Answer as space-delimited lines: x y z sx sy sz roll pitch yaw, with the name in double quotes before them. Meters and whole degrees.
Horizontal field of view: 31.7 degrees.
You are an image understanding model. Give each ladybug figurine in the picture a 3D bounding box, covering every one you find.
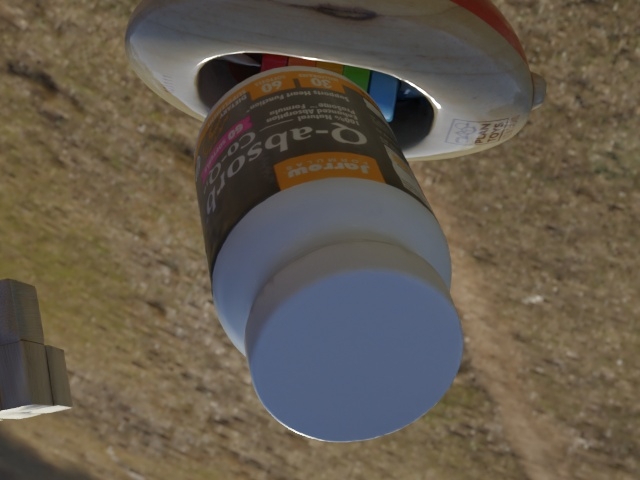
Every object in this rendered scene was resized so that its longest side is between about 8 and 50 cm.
"ladybug figurine" 0.020 -0.211 1.215 0.450 0.161 0.305 11 158 0

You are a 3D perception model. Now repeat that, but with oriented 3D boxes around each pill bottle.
"pill bottle" 0.000 0.000 0.788 0.162 0.162 0.278 37 -163 -28

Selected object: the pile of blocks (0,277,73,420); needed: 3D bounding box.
"pile of blocks" -0.319 0.068 0.669 0.149 0.112 0.362 -21 166 40
